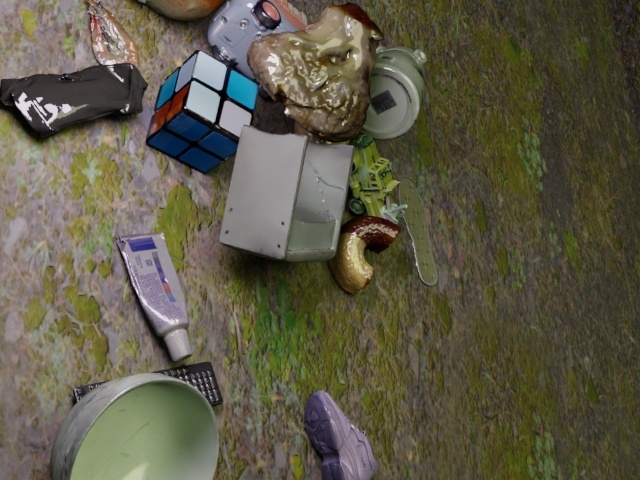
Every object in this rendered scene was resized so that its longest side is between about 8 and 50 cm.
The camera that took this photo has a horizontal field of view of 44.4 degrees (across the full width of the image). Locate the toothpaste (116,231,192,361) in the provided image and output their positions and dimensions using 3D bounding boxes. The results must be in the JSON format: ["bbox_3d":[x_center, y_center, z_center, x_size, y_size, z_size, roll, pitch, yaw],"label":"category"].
[{"bbox_3d":[-0.327,0.113,1.600,0.283,0.068,0.099,67,15,15],"label":"toothpaste"}]

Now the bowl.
[{"bbox_3d":[-0.337,0.374,1.367,0.307,0.163,0.307,-8,101,-43],"label":"bowl"}]

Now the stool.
[{"bbox_3d":[-0.068,-0.099,1.719,0.243,0.170,0.270,1,101,-63],"label":"stool"}]

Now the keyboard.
[{"bbox_3d":[-0.328,0.300,1.524,0.309,0.018,0.101,-3,65,-44],"label":"keyboard"}]

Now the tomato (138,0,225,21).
[{"bbox_3d":[-0.330,-0.651,1.788,0.303,0.239,0.304,29,41,-29],"label":"tomato"}]

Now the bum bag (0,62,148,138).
[{"bbox_3d":[-0.492,-0.289,1.610,0.326,0.079,0.142,-20,79,-41],"label":"bum bag"}]

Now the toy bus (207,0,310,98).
[{"bbox_3d":[-0.129,-0.518,1.948,0.287,0.194,0.232,34,43,-29],"label":"toy bus"}]

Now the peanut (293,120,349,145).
[{"bbox_3d":[0.006,-0.272,2.012,0.159,0.109,0.141,4,84,-38],"label":"peanut"}]

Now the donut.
[{"bbox_3d":[0.104,0.019,1.950,0.141,0.085,0.217,32,73,-9],"label":"donut"}]

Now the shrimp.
[{"bbox_3d":[-0.465,-0.448,1.722,0.101,0.042,0.190,-31,95,-37],"label":"shrimp"}]

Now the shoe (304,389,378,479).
[{"bbox_3d":[0.053,0.448,1.769,0.137,0.095,0.245,-15,86,-47],"label":"shoe"}]

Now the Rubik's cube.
[{"bbox_3d":[-0.260,-0.282,1.734,0.167,0.183,0.180,28,54,-32],"label":"Rubik's cube"}]

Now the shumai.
[{"bbox_3d":[0.027,-0.394,1.781,0.346,0.283,0.217,40,12,-34],"label":"shumai"}]

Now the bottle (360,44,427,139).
[{"bbox_3d":[0.183,-0.424,2.157,0.229,0.229,0.352,50,28,-14],"label":"bottle"}]

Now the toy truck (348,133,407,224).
[{"bbox_3d":[0.147,-0.143,2.027,0.128,0.135,0.260,-43,121,-42],"label":"toy truck"}]

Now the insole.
[{"bbox_3d":[0.277,-0.026,2.219,0.109,0.007,0.322,2,70,-40],"label":"insole"}]
